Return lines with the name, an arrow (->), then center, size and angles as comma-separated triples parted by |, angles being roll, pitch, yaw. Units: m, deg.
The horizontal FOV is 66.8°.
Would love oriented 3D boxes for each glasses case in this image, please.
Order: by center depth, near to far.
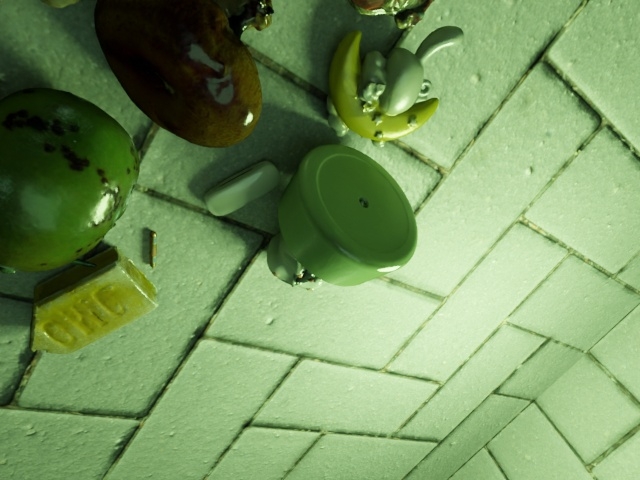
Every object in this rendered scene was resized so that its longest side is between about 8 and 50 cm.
glasses case -> -0.160, -0.107, 1.000 | 0.164, 0.041, 0.063 | -29, 131, -1

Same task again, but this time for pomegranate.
pomegranate -> -0.433, -0.119, 0.720 | 0.291, 0.290, 0.323 | -26, 123, -4

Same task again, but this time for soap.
soap -> -0.493, 0.136, 1.011 | 0.258, 0.080, 0.160 | -29, 132, -2

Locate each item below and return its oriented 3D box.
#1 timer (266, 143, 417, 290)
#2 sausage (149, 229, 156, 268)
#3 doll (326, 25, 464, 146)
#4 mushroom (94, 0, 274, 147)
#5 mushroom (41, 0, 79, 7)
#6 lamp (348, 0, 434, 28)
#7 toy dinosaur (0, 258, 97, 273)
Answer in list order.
timer -> 0.000, 0.000, 1.045 | 0.291, 0.290, 0.315 | 14, 142, -33
sausage -> -0.354, 0.020, 1.027 | 0.015, 0.015, 0.100 | -2, 127, -23
doll -> 0.130, -0.299, 0.942 | 0.238, 0.111, 0.252 | 5, 126, -9
mushroom -> -0.200, -0.272, 0.765 | 0.255, 0.267, 0.267 | -30, 144, -49
mushroom -> -0.390, -0.408, 0.550 | 0.297, 0.297, 0.290 | -47, 167, 15
lamp -> 0.092, -0.459, 0.787 | 0.215, 0.151, 0.223 | -15, 91, -16
toy dinosaur -> -0.604, -0.070, 0.809 | 0.448, 0.087, 0.300 | 5, 116, -30
